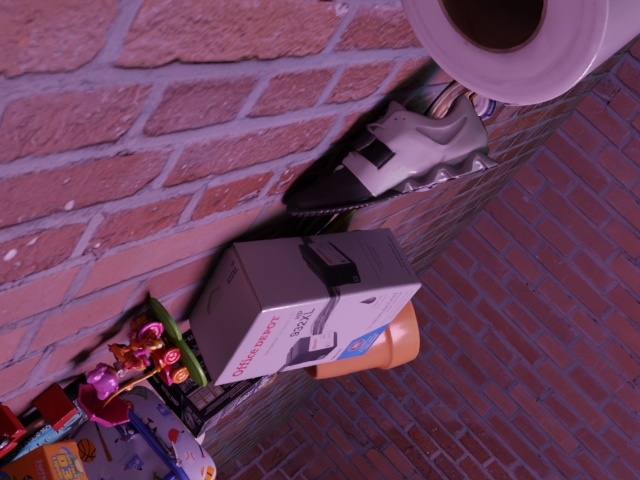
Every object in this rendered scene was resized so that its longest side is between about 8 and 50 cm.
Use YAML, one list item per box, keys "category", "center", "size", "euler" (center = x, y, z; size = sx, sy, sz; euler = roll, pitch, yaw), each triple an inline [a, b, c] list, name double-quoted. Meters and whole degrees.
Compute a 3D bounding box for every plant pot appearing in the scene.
- category: "plant pot"
  center: [0.038, 0.149, 1.589]
  size: [0.203, 0.291, 0.291]
  euler: [-23, 161, -15]

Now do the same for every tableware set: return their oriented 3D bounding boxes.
- category: "tableware set"
  center: [-0.042, 0.002, 1.341]
  size: [0.194, 0.039, 0.128]
  euler: [-40, 167, -18]

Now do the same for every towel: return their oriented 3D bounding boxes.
- category: "towel"
  center: [0.000, 0.000, 1.385]
  size: [0.237, 0.021, 0.102]
  euler: [-42, -175, 31]

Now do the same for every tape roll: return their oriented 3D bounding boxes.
- category: "tape roll"
  center: [0.215, -0.279, 0.774]
  size: [0.169, 0.246, 0.246]
  euler: [-37, 165, -28]

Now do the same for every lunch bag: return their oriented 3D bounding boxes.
- category: "lunch bag"
  center: [-0.323, 0.405, 1.306]
  size: [0.303, 0.243, 0.115]
  euler: [-48, 167, 21]

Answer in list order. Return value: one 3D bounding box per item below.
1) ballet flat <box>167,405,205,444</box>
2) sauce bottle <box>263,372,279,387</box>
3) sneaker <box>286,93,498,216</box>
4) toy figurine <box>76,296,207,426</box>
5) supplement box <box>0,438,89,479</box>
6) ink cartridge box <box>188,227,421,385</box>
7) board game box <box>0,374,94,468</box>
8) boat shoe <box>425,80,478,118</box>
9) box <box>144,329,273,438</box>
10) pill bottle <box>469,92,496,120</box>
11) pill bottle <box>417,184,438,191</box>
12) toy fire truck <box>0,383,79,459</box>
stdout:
- category: "ballet flat"
  center: [-0.340, 0.457, 1.716]
  size: [0.348, 0.123, 0.123]
  euler: [-49, 166, 24]
- category: "sauce bottle"
  center: [-0.157, 0.278, 1.717]
  size: [0.111, 0.111, 0.344]
  euler: [-47, 168, 12]
- category: "sneaker"
  center: [0.093, -0.131, 1.208]
  size: [0.330, 0.146, 0.122]
  euler: [-19, -176, -7]
- category: "toy figurine"
  center: [-0.263, 0.183, 1.090]
  size: [0.159, 0.130, 0.173]
  euler: [-35, 143, -22]
- category: "supplement box"
  center: [-0.430, 0.355, 1.064]
  size: [0.233, 0.078, 0.080]
  euler: [-31, 161, 9]
- category: "ink cartridge box"
  center: [-0.027, 0.104, 1.282]
  size: [0.307, 0.129, 0.223]
  euler: [-6, 145, -35]
- category: "board game box"
  center: [-0.406, 0.279, 1.140]
  size: [0.186, 0.026, 0.126]
  euler: [-38, 165, -25]
- category: "boat shoe"
  center: [0.251, -0.249, 1.393]
  size: [0.170, 0.059, 0.063]
  euler: [-48, 166, 19]
- category: "box"
  center: [-0.186, 0.223, 1.364]
  size: [0.180, 0.147, 0.077]
  euler: [-35, 164, -36]
- category: "pill bottle"
  center: [0.292, -0.257, 1.476]
  size: [0.067, 0.067, 0.120]
  euler: [-48, 167, 19]
- category: "pill bottle"
  center: [0.168, -0.143, 1.362]
  size: [0.112, 0.112, 0.186]
  euler: [-45, 168, 7]
- category: "toy fire truck"
  center: [-0.413, 0.259, 1.007]
  size: [0.192, 0.047, 0.135]
  euler: [-40, 168, -12]
